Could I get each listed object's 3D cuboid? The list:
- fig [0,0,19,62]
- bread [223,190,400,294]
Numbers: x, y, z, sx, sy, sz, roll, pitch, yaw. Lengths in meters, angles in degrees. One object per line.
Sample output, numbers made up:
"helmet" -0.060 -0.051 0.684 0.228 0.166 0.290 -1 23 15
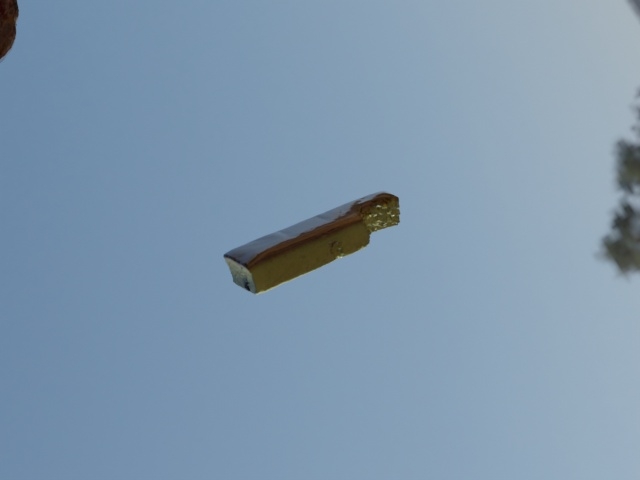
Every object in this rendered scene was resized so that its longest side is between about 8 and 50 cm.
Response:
"fig" -0.490 -0.288 1.842 0.146 0.274 0.170 -64 -16 -46
"bread" 0.000 0.000 1.899 0.088 0.226 0.049 19 128 65
